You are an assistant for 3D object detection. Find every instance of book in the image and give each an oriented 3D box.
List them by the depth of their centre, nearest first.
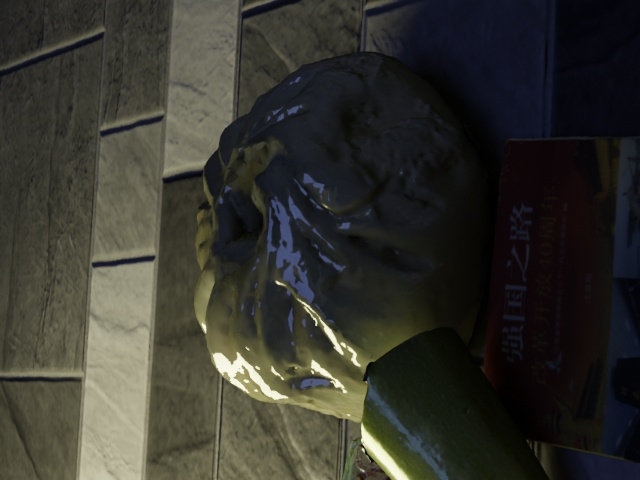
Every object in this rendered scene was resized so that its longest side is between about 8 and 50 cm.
[{"bbox_3d":[0.254,0.046,1.473,0.374,0.028,0.262,4,90,59],"label":"book"}]

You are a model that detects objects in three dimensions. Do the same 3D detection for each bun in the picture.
[{"bbox_3d":[0.000,0.000,1.723,0.360,0.211,0.359,-20,66,57],"label":"bun"}]

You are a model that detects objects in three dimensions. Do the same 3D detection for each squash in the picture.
[{"bbox_3d":[0.142,0.224,1.545,0.287,0.137,0.137,55,134,20],"label":"squash"}]

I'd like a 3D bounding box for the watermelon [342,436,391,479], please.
[{"bbox_3d":[0.073,0.231,1.702,0.139,0.071,0.187,-54,42,34],"label":"watermelon"}]
